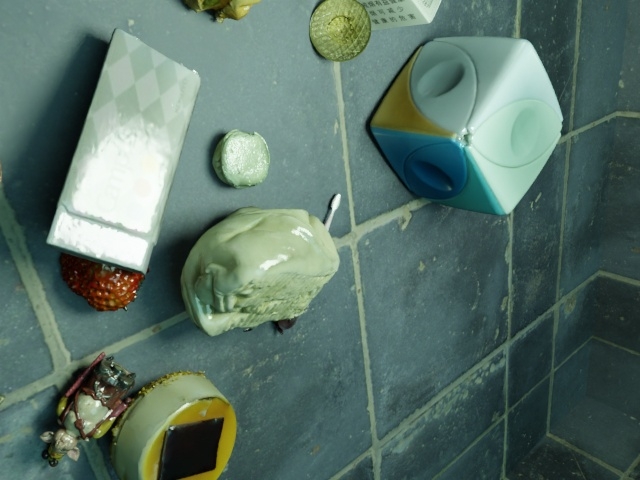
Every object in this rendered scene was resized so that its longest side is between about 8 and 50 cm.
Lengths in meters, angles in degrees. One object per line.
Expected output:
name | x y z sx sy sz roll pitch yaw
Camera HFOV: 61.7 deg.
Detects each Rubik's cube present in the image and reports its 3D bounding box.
Rubik's cube | 0.392 -0.307 1.443 0.351 0.352 0.347 44 75 -38

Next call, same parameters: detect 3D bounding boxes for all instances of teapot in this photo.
teapot | -0.088 0.198 1.409 0.068 0.045 0.100 22 91 -45

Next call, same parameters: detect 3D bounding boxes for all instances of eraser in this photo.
eraser | -0.344 -0.152 0.976 0.213 0.082 0.396 22 74 -42

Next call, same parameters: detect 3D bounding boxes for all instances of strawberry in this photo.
strawberry | -0.410 0.038 1.035 0.175 0.107 0.236 -46 129 -20

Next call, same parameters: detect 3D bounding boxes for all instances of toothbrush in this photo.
toothbrush | 0.000 0.000 1.430 0.021 0.027 0.269 21 90 -8

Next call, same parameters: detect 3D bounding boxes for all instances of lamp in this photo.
lamp | -0.481 0.355 1.078 0.253 0.118 0.118 -50 131 -8

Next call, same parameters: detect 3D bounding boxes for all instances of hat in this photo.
hat | 0.048 -0.502 1.281 0.146 0.067 0.146 0 106 2

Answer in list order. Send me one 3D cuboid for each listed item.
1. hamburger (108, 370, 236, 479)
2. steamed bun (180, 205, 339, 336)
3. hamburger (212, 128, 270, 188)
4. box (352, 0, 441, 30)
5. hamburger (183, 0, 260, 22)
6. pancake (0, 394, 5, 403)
hamburger | -0.328 0.437 1.194 0.276 0.179 0.294 5 96 -51
steamed bun | -0.146 0.041 1.179 0.347 0.237 0.394 -26 159 -2
hamburger | -0.171 -0.180 1.197 0.140 0.062 0.133 12 95 -40
box | 0.096 -0.607 1.175 0.330 0.210 0.095 29 81 -43
hamburger | -0.149 -0.588 0.979 0.162 0.209 0.329 10 96 -43
pancake | -0.659 0.370 0.995 0.190 0.020 0.184 -42 127 -21
